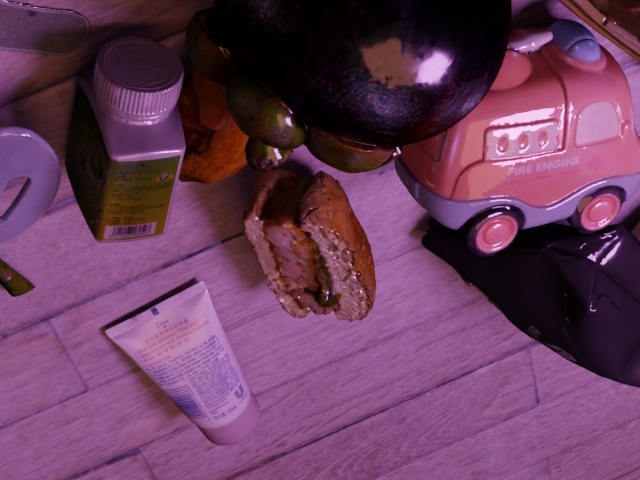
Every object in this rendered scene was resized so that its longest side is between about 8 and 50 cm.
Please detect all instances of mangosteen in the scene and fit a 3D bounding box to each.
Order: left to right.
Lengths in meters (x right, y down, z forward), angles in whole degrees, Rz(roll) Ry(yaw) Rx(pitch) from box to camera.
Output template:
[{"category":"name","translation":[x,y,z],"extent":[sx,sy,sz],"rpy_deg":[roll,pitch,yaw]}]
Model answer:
[{"category":"mangosteen","translation":[0.034,-0.209,1.670],"extent":[0.300,0.300,0.300],"rpy_deg":[-17,142,-13]}]

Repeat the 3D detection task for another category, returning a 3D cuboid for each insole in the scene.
[{"category":"insole","translation":[-0.325,-0.211,1.684],"extent":[0.232,0.003,0.080],"rpy_deg":[8,131,-38]}]

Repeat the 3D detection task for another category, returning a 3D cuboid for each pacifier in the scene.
[{"category":"pacifier","translation":[-0.383,-0.013,1.716],"extent":[0.279,0.207,0.227],"rpy_deg":[8,132,-37]}]

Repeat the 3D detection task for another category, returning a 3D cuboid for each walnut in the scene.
[{"category":"walnut","translation":[-0.109,-0.130,1.836],"extent":[0.115,0.116,0.207],"rpy_deg":[-2,144,-30]}]

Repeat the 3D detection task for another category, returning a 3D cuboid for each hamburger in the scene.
[{"category":"hamburger","translation":[0.000,0.000,2.035],"extent":[0.124,0.131,0.262],"rpy_deg":[6,152,14]}]

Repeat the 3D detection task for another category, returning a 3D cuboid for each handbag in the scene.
[{"category":"handbag","translation":[0.293,0.063,2.186],"extent":[0.342,0.288,0.152],"rpy_deg":[39,72,-48]}]

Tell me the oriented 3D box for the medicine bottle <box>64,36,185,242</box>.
[{"category":"medicine bottle","translation":[-0.196,-0.107,1.780],"extent":[0.088,0.132,0.188],"rpy_deg":[-7,138,-23]}]

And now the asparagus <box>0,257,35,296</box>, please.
[{"category":"asparagus","translation":[-0.378,0.015,1.905],"extent":[0.034,0.027,0.236],"rpy_deg":[-23,146,20]}]

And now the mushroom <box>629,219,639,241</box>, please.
[{"category":"mushroom","translation":[0.545,0.057,2.373],"extent":[0.297,0.297,0.290],"rpy_deg":[-50,174,28]}]

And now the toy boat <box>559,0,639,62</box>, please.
[{"category":"toy boat","translation":[0.364,-0.246,1.913],"extent":[0.445,0.162,0.136],"rpy_deg":[22,104,-48]}]

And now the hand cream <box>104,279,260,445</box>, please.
[{"category":"hand cream","translation":[-0.161,0.156,2.182],"extent":[0.133,0.083,0.248],"rpy_deg":[-27,133,-1]}]

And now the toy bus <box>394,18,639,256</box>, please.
[{"category":"toy bus","translation":[0.225,-0.136,1.977],"extent":[0.287,0.194,0.232],"rpy_deg":[-12,129,-18]}]
